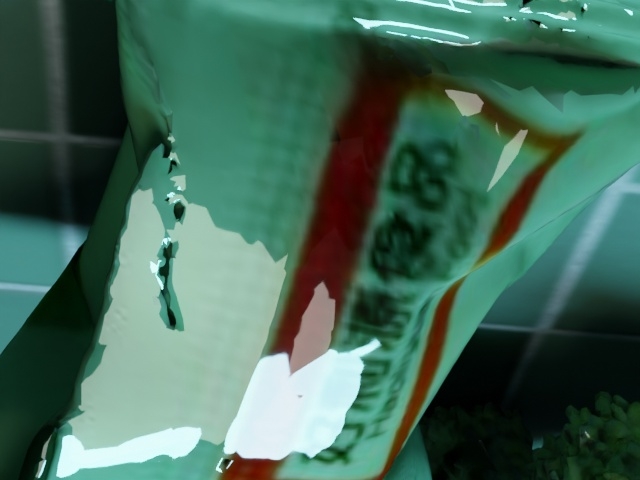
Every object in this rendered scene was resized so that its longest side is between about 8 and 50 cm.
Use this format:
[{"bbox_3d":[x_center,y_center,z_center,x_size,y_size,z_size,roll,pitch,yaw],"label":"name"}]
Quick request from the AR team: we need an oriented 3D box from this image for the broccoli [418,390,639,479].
[{"bbox_3d":[0.111,0.192,1.011,0.249,0.375,0.302,-41,124,1],"label":"broccoli"}]

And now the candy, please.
[{"bbox_3d":[-0.001,-0.005,0.756,0.263,0.172,0.398,4,138,-26],"label":"candy"}]
